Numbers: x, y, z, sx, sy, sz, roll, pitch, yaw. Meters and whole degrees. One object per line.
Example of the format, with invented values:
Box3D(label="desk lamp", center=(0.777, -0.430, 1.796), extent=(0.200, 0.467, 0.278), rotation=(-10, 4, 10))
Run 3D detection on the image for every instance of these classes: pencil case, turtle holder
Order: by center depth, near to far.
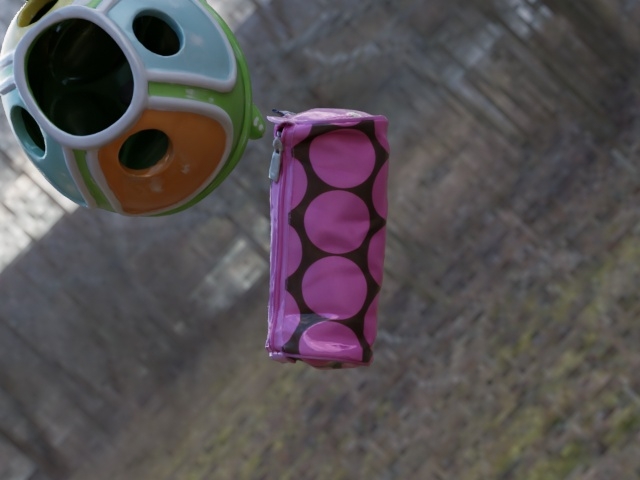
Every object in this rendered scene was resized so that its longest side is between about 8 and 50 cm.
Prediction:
Box3D(label="pencil case", center=(0.000, 0.000, 1.361), extent=(0.098, 0.209, 0.095), rotation=(-5, 8, -41))
Box3D(label="turtle holder", center=(-0.208, -0.181, 1.699), extent=(0.243, 0.320, 0.227), rotation=(-12, -4, 13))
